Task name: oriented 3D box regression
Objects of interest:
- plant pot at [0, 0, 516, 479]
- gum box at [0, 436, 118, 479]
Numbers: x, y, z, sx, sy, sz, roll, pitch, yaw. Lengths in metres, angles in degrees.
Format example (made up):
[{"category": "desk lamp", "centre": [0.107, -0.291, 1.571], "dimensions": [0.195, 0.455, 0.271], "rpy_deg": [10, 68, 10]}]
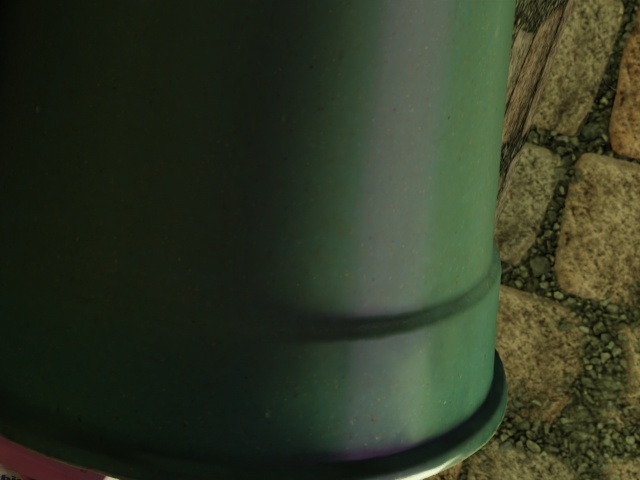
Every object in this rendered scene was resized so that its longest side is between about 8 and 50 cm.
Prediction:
[{"category": "plant pot", "centre": [-0.040, -0.090, 1.076], "dimensions": [0.341, 0.341, 0.334], "rpy_deg": [-45, 146, -63]}, {"category": "gum box", "centre": [-0.161, 0.111, 1.365], "dimensions": [0.188, 0.107, 0.062], "rpy_deg": [-56, 164, -44]}]
